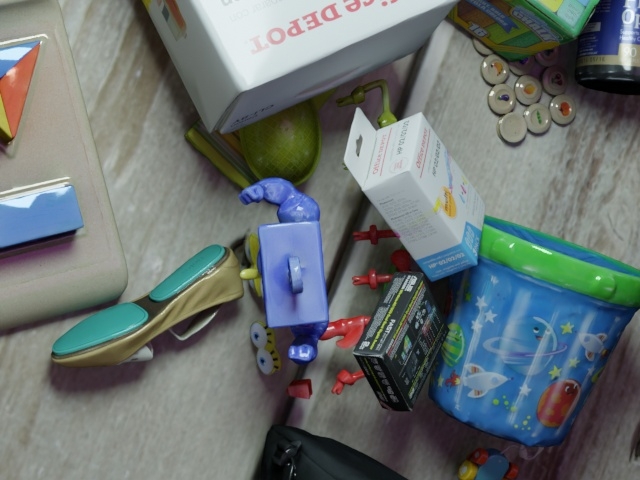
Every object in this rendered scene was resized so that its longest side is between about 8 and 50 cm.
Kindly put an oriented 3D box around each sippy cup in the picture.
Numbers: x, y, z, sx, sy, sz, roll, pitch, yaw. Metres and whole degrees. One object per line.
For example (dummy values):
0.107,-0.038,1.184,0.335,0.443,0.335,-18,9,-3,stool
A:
0.234,0.108,1.792,0.240,0.305,0.224,12,100,-48,sippy cup

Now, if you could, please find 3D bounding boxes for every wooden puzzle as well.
-0.384,-0.066,1.622,0.322,0.080,0.348,-15,97,-19,wooden puzzle

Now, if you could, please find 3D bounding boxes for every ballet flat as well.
-0.180,0.091,1.708,0.232,0.080,0.073,-31,117,-15,ballet flat

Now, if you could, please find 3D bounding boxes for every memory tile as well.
0.246,-0.199,1.885,0.113,0.012,0.148,-19,99,-18,memory tile

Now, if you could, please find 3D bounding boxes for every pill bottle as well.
0.373,-0.289,1.869,0.123,0.123,0.219,7,88,-20,pill bottle

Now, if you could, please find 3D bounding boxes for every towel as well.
-0.044,-0.172,1.777,0.102,0.021,0.237,45,76,-22,towel

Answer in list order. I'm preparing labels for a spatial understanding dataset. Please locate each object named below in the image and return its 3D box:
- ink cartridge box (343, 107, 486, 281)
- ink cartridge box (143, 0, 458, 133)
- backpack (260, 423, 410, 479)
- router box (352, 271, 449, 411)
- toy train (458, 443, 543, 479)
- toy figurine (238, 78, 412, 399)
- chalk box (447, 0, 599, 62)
0.103,-0.059,1.666,0.181,0.061,0.104,51,32,-29,ink cartridge box
-0.064,-0.346,1.640,0.279,0.160,0.384,-26,86,-19,ink cartridge box
0.022,0.421,1.695,0.273,0.290,0.355,22,91,-33,backpack
0.088,0.108,1.678,0.122,0.038,0.092,-60,138,-36,router box
0.220,0.303,1.867,0.125,0.046,0.166,-12,116,-10,toy train
0.000,0.000,1.652,0.191,0.217,0.362,-3,94,5,toy figurine
0.243,-0.302,1.764,0.132,0.213,0.132,35,77,-13,chalk box
